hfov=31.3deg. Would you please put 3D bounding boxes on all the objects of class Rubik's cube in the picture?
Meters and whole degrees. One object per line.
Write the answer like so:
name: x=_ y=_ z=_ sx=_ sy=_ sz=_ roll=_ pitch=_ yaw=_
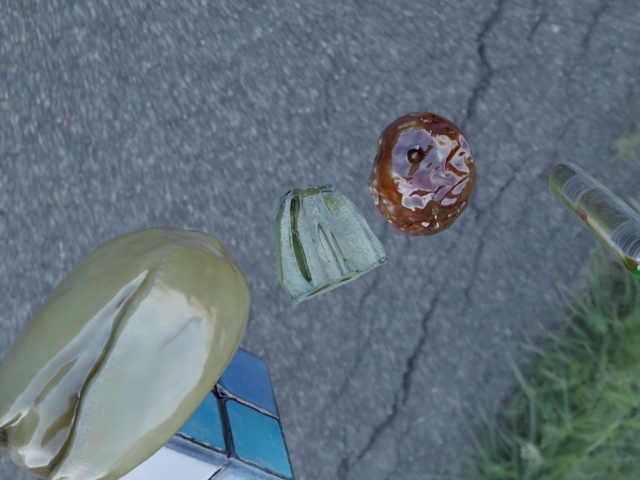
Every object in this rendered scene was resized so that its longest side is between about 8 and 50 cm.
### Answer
Rubik's cube: x=-0.268 y=0.345 z=1.933 sx=0.318 sy=0.316 sz=0.313 roll=30 pitch=118 yaw=-35

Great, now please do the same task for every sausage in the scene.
sausage: x=0.199 y=-0.020 z=0.808 sx=0.033 sy=0.269 sz=0.033 roll=0 pitch=105 yaw=-1

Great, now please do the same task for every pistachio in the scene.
pistachio: x=-0.163 y=0.092 z=0.989 sx=0.162 sy=0.293 sz=0.181 roll=26 pitch=139 yaw=9

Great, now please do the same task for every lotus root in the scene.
lotus root: x=0.001 y=0.001 z=1.489 sx=0.143 sy=0.070 sz=0.144 roll=-15 pitch=75 yaw=-11

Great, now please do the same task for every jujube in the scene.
jujube: x=0.156 y=-0.103 z=1.777 sx=0.174 sy=0.174 sz=0.250 roll=-34 pitch=161 yaw=2
